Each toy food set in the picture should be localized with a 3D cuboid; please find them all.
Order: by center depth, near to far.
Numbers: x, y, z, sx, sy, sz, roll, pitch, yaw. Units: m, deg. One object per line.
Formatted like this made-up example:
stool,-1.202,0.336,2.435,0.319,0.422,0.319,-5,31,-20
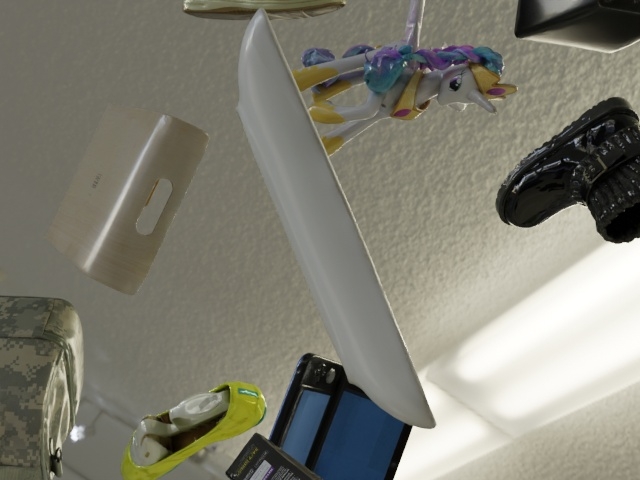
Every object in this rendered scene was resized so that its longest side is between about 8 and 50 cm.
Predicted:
toy food set,-0.263,-0.063,1.055,0.092,0.219,0.306,27,-4,-34

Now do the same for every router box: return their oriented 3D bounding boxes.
router box,0.023,0.229,0.599,0.179,0.046,0.133,42,-13,-23

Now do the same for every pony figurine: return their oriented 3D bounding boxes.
pony figurine,0.139,-0.291,1.313,0.363,0.351,0.303,-13,-45,20

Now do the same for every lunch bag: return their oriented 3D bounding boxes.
lunch bag,-0.488,0.222,1.044,0.305,0.256,0.212,3,-61,-9

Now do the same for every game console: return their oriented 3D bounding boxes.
game console,0.032,0.381,1.424,0.173,0.293,0.250,17,-8,26

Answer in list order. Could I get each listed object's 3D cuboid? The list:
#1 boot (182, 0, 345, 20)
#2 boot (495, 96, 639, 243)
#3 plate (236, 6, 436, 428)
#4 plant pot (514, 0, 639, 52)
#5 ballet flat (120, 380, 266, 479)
boot,-0.071,-0.360,0.962,0.213,0.077,0.165,5,-82,17
boot,0.489,-0.077,1.442,0.131,0.260,0.348,19,-49,-30
plate,0.000,0.000,0.589,0.278,0.045,0.277,91,-23,-85
plant pot,0.422,-0.389,1.147,0.188,0.187,0.167,4,8,-18
ballet flat,-0.175,0.230,0.953,0.231,0.077,0.077,-28,-36,17
